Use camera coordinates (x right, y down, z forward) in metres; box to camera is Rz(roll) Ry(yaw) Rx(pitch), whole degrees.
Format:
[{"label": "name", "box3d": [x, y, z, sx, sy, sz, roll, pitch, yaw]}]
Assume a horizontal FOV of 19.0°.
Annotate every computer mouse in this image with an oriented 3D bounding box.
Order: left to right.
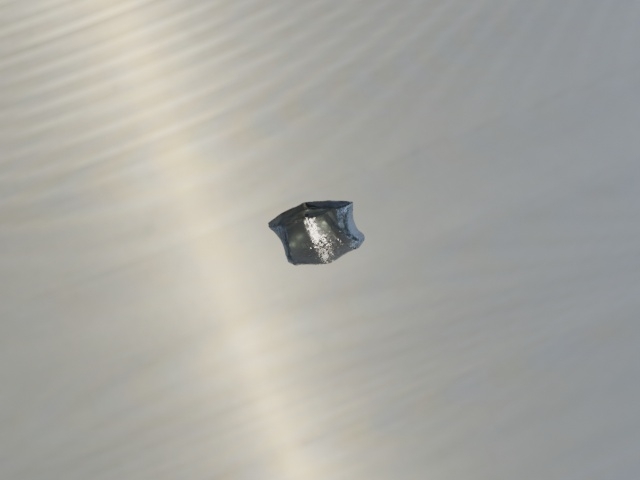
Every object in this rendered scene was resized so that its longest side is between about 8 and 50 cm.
[{"label": "computer mouse", "box3d": [0.000, 0.000, 1.723, 0.079, 0.047, 0.135, -13, 167, 8]}]
